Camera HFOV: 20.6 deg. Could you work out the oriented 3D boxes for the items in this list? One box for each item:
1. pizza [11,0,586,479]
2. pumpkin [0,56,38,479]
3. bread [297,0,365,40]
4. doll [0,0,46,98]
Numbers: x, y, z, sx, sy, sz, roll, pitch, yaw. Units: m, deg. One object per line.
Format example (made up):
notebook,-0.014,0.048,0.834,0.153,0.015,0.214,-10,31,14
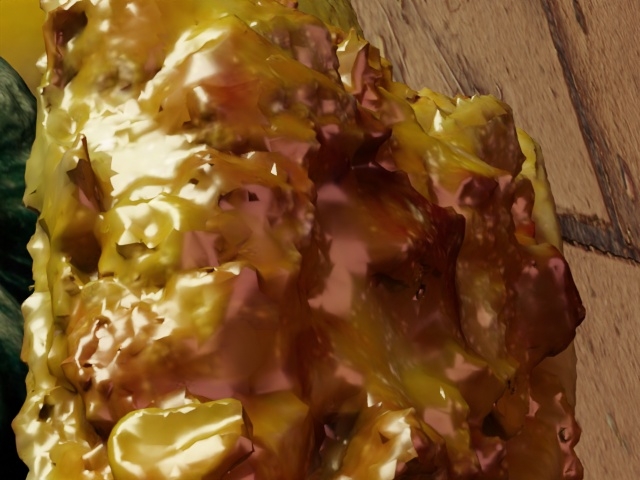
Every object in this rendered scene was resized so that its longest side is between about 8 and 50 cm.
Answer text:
pizza,0.000,0.000,0.483,0.226,0.086,0.335,62,27,-8
pumpkin,-0.149,0.026,0.457,0.220,0.162,0.220,43,27,-29
bread,-0.029,-0.053,0.811,0.138,0.102,0.196,7,60,-63
doll,-0.135,-0.117,0.602,0.162,0.167,0.269,-41,103,-19
